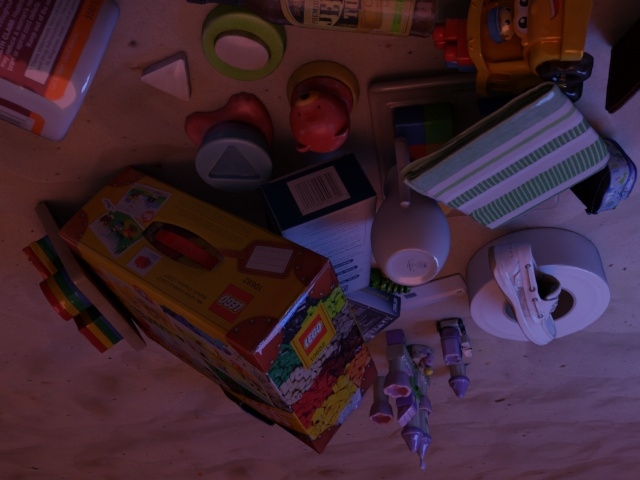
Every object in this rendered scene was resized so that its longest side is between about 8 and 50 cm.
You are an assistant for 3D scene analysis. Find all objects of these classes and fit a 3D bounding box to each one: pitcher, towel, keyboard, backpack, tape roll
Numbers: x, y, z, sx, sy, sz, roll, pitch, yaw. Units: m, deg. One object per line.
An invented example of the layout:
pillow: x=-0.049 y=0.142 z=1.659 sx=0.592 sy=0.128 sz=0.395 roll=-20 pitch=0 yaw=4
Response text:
pitcher: x=0.138 y=-0.048 z=1.117 sx=0.126 sy=0.207 sz=0.177 roll=-8 pitch=133 yaw=13
towel: x=0.296 y=-0.115 z=1.066 sx=0.248 sy=0.038 sz=0.325 roll=-31 pitch=152 yaw=27
keyboard: x=0.209 y=0.130 z=1.596 sx=0.256 sy=0.014 sz=0.072 roll=-18 pitch=131 yaw=23
backpack: x=0.491 y=-0.118 z=1.208 sx=0.084 sy=0.105 sz=0.114 roll=-17 pitch=144 yaw=-12
tape roll: x=0.455 y=0.101 z=1.477 sx=0.287 sy=0.100 sz=0.286 roll=1 pitch=140 yaw=1

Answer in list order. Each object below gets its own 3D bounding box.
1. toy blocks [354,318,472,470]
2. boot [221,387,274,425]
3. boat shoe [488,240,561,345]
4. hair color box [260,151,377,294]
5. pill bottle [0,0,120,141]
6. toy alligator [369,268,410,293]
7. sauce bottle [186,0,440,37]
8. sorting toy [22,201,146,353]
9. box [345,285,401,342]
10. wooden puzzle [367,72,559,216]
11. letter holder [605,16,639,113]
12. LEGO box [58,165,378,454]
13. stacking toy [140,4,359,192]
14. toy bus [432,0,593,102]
toy blocks: x=0.233 y=0.389 z=1.714 sx=0.309 sy=0.260 sz=0.288 roll=-12 pitch=138 yaw=18
boot: x=-0.166 y=0.437 z=1.840 sx=0.090 sy=0.207 sz=0.248 roll=-48 pitch=123 yaw=-3
boat shoe: x=0.412 y=0.105 z=1.328 sx=0.096 sy=0.098 sz=0.277 roll=-19 pitch=131 yaw=25
hair color box: x=0.000 y=0.000 z=1.284 sx=0.174 sy=0.105 sz=0.347 roll=-21 pitch=152 yaw=-10
pill bottle: x=-0.495 y=-0.311 z=0.931 sx=0.392 sy=0.224 sz=0.224 roll=24 pitch=136 yaw=-24
toy alligator: x=0.131 y=0.088 z=1.515 sx=0.190 sy=0.051 sz=0.056 roll=8 pitch=140 yaw=-6
sauce bottle: x=-0.011 y=-0.343 z=0.953 sx=0.345 sy=0.111 sz=0.111 roll=3 pitch=141 yaw=0
sorting toy: x=-0.486 y=0.093 z=1.393 sx=0.089 sy=0.257 sz=0.255 roll=-35 pitch=139 yaw=-11
box: x=0.048 y=0.172 z=1.603 sx=0.183 sy=0.056 sz=0.231 roll=22 pitch=141 yaw=-17
wooden puzzle: x=0.259 y=-0.141 z=1.208 sx=0.323 sy=0.080 sz=0.347 roll=-5 pitch=140 yaw=9
letter holder: x=0.530 y=-0.276 z=0.894 sx=0.152 sy=0.214 sz=0.301 roll=32 pitch=136 yaw=-2
LEGO box: x=-0.177 y=0.119 z=1.269 sx=0.500 sy=0.193 sz=0.372 roll=24 pitch=153 yaw=34
stacking toy: x=-0.120 y=-0.205 z=1.113 sx=0.309 sy=0.130 sz=0.279 roll=-26 pitch=133 yaw=30
toy bus: x=0.257 y=-0.278 z=0.947 sx=0.212 sy=0.149 sz=0.220 roll=5 pitch=176 yaw=12
